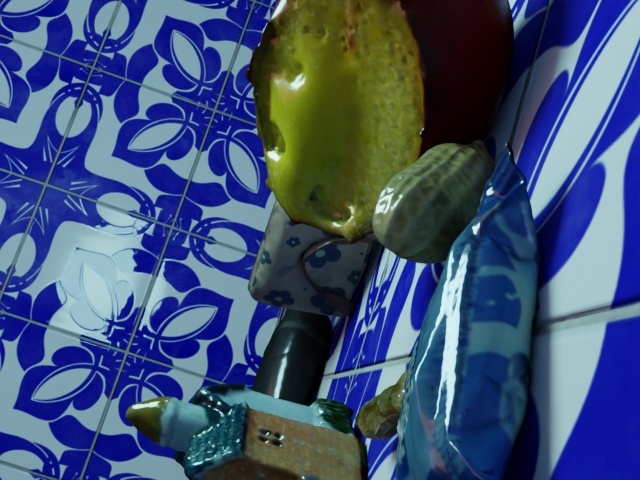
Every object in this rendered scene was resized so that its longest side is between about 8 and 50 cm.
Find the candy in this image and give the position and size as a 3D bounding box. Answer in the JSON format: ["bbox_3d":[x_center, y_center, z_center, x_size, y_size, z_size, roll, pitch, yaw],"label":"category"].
[{"bbox_3d":[0.102,0.098,0.629,0.187,0.077,0.331,105,-177,-48],"label":"candy"}]

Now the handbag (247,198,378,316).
[{"bbox_3d":[0.000,0.000,1.481,0.190,0.193,0.251,-68,-2,-54],"label":"handbag"}]

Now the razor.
[{"bbox_3d":[-0.071,0.292,1.627,0.204,0.113,0.349,119,169,-53],"label":"razor"}]

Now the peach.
[{"bbox_3d":[0.054,-0.162,0.940,0.338,0.281,0.281,-58,5,3],"label":"peach"}]

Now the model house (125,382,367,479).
[{"bbox_3d":[-0.101,0.271,1.033,0.253,0.291,0.184,-85,20,-72],"label":"model house"}]

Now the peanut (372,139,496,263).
[{"bbox_3d":[0.114,-0.037,0.798,0.194,0.083,0.093,-35,-67,-50],"label":"peanut"}]

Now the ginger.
[{"bbox_3d":[0.076,0.166,0.858,0.057,0.044,0.137,-40,-6,-30],"label":"ginger"}]
